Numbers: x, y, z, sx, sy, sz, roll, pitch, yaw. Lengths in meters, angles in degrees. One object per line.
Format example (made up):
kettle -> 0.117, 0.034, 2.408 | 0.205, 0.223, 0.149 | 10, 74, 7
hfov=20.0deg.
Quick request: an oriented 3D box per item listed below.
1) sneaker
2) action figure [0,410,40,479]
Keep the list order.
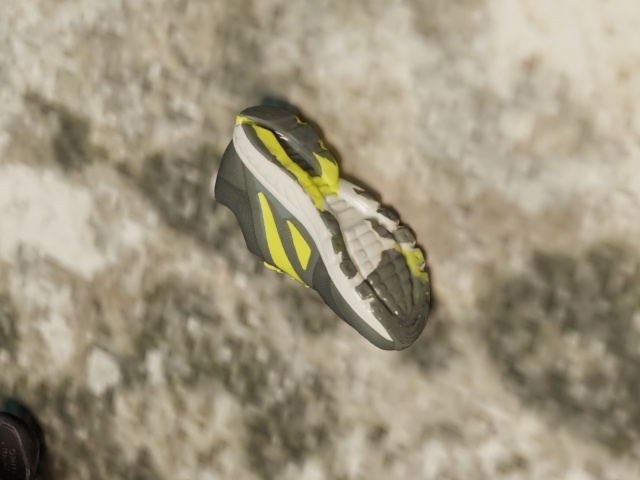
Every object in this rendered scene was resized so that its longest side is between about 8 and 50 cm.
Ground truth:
sneaker -> 0.000, 0.000, 0.520 | 0.083, 0.031, 0.035 | 55, 138, 18
action figure -> -0.216, 0.149, 0.635 | 0.164, 0.141, 0.275 | 43, 120, 7
